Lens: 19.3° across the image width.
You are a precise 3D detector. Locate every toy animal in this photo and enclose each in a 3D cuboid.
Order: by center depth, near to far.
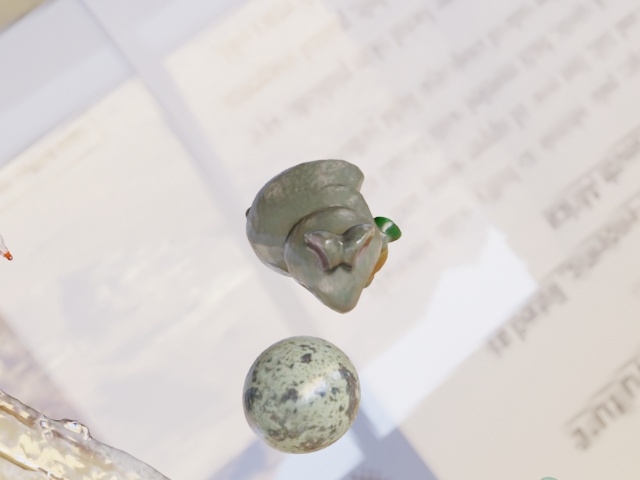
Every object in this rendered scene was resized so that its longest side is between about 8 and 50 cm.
[{"bbox_3d":[0.001,0.007,1.590,0.138,0.108,0.236,-3,-161,2],"label":"toy animal"}]

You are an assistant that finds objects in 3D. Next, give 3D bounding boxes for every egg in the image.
[{"bbox_3d":[-0.025,0.179,2.148,0.132,0.132,0.172,-39,175,-28],"label":"egg"}]

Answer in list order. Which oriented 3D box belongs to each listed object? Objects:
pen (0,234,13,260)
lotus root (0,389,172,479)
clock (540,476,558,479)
[{"bbox_3d":[-0.445,-0.040,2.341,0.026,0.218,0.026,-34,148,-24],"label":"pen"},{"bbox_3d":[-0.215,0.203,1.330,0.078,0.329,0.167,-53,-174,48],"label":"lotus root"},{"bbox_3d":[0.120,0.268,1.598,0.188,0.148,0.060,2,-148,0],"label":"clock"}]
